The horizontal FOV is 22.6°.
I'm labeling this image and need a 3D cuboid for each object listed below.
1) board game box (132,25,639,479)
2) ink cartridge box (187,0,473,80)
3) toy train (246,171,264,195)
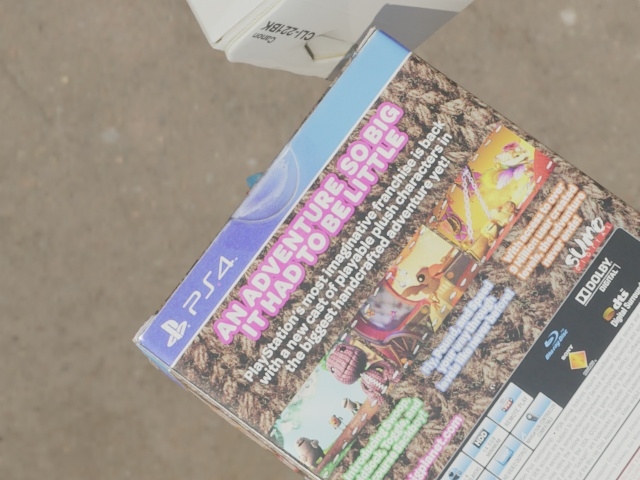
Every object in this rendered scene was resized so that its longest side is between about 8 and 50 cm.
[{"bbox_3d":[0.077,0.062,0.952,0.291,0.232,0.141,37,171,6],"label":"board game box"},{"bbox_3d":[-0.034,-0.247,1.009,0.114,0.273,0.197,-34,163,25],"label":"ink cartridge box"},{"bbox_3d":[0.000,0.000,1.512,0.125,0.166,0.046,-27,175,26],"label":"toy train"}]
